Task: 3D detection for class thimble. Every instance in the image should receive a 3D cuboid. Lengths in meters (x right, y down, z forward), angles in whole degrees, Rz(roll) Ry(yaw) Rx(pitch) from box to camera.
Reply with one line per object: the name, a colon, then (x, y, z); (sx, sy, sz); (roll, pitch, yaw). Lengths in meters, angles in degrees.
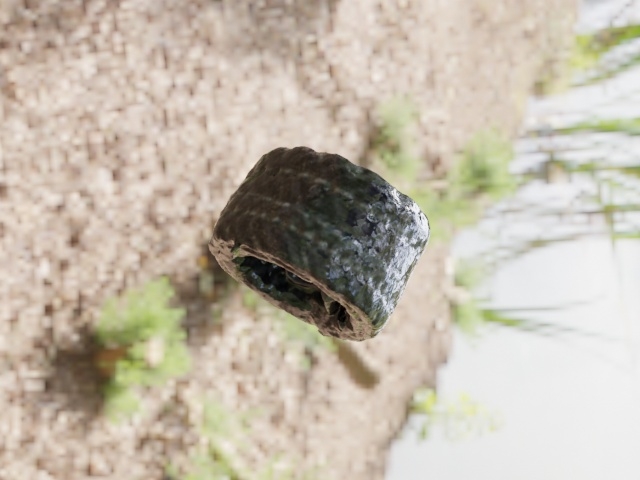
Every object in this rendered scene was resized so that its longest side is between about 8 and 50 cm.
thimble: (0.000, -0.001, 0.862); (0.066, 0.095, 0.104); (-61, 176, -14)
